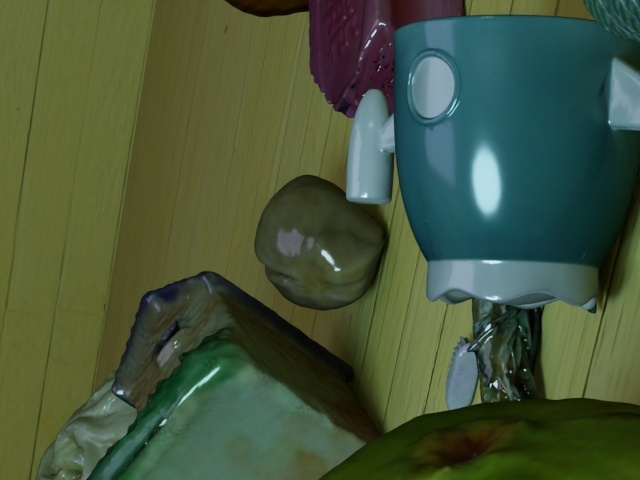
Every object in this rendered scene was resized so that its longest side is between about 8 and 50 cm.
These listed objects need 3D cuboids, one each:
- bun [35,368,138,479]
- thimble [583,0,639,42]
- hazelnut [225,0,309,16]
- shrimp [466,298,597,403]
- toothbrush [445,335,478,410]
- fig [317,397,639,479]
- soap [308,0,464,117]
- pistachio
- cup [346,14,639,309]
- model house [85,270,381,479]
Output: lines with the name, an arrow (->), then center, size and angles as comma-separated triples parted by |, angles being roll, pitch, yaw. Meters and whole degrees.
bun -> -0.230, 0.295, 2.054 | 0.365, 0.219, 0.365 | -55, 19, 30
thimble -> 0.200, -0.173, 0.921 | 0.090, 0.118, 0.135 | -163, 81, -76
hazelnut -> -0.029, -0.331, 1.804 | 0.210, 0.210, 0.186 | -108, 4, -58
shrimp -> 0.146, 0.046, 1.179 | 0.150, 0.051, 0.217 | 139, 139, -58
toothbrush -> 0.081, 0.242, 1.378 | 0.029, 0.024, 0.354 | -109, 29, -70
fig -> 0.106, 0.238, 0.802 | 0.316, 0.316, 0.316 | -173, 90, -76
soap -> 0.061, -0.212, 1.536 | 0.162, 0.099, 0.250 | 127, 147, -50
pistachio -> 0.000, 0.000, 1.641 | 0.185, 0.124, 0.124 | -98, 19, -63
cup -> 0.123, -0.044, 1.077 | 0.300, 0.167, 0.173 | -1, 84, 48
model house -> -0.119, 0.204, 1.616 | 0.312, 0.245, 0.280 | -52, 26, 10
